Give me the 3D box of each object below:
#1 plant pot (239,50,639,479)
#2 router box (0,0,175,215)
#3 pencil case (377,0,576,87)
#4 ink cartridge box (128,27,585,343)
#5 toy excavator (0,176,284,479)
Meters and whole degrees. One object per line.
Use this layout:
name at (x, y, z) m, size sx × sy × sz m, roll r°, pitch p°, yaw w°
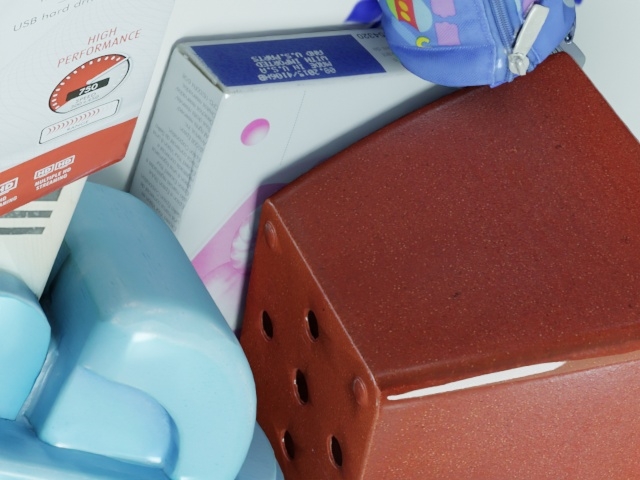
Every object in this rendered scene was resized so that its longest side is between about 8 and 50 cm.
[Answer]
plant pot at (0.090, 0.072, 1.245) m, size 0.235 × 0.267 × 0.267 m, roll -11°, pitch 137°, yaw -22°
router box at (-0.208, -0.072, 0.716) m, size 0.335 × 0.082 × 0.301 m, roll -27°, pitch 162°, yaw -27°
pencil case at (0.075, -0.210, 1.127) m, size 0.119 × 0.133 × 0.306 m, roll -29°, pitch 144°, yaw -5°
ink cartridge box at (0.000, 0.000, 1.345) m, size 0.324 × 0.071 × 0.330 m, roll -11°, pitch 134°, yaw -39°
toy excavator at (-0.169, 0.022, 1.071) m, size 0.433 × 0.222 × 0.445 m, roll 17°, pitch 112°, yaw -33°
